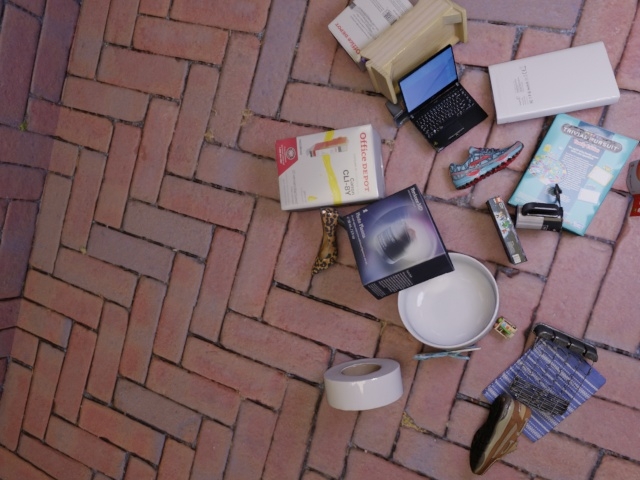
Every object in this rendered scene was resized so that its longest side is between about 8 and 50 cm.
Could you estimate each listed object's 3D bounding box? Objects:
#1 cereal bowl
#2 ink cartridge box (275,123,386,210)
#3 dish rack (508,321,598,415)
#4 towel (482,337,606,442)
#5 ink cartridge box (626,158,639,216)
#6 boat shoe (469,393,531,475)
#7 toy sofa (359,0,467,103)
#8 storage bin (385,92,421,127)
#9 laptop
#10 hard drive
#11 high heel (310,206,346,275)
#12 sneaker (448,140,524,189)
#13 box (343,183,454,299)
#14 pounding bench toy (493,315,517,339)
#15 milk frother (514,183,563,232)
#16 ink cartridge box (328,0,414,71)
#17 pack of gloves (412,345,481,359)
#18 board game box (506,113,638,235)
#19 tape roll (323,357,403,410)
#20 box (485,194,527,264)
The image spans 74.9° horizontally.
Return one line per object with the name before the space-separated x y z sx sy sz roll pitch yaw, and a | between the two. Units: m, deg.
cereal bowl | 0.452 0.222 1.469 0.338 0.141 0.339 -12 62 22
ink cartridge box | 0.040 -0.268 1.610 0.384 0.160 0.279 -6 89 17
dish rack | 0.770 0.438 1.400 0.208 0.074 0.272 25 102 15
towel | 0.772 0.509 1.459 0.243 0.040 0.336 43 104 11
ink cartridge box | 1.008 -0.168 1.314 0.045 0.145 0.179 14 96 12
boat shoe | 0.624 0.690 1.448 0.119 0.122 0.324 19 111 4
toy sofa | 0.328 -0.685 1.488 0.362 0.150 0.177 -41 61 4
storage bin | 0.309 -0.510 1.563 0.135 0.098 0.091 -40 69 14
laptop | 0.433 -0.494 1.465 0.234 0.136 0.264 -36 80 -2
hard drive | 0.765 -0.526 1.400 0.353 0.047 0.233 -7 67 18
high heel | 0.000 0.000 1.612 0.261 0.186 0.093 -52 35 2
sneaker | 0.576 -0.291 1.472 0.261 0.104 0.125 -29 80 15
box | 0.270 0.006 1.480 0.294 0.183 0.296 -24 58 15
pounding bench toy | 0.646 0.307 1.466 0.065 0.083 0.052 40 102 12
milk frother | 0.712 -0.109 1.362 0.134 0.129 0.143 6 50 18
ink cartridge box | 0.195 -0.814 1.578 0.273 0.114 0.197 -38 81 13
pack of gloves | 0.447 0.409 1.469 0.232 0.195 0.046 -13 76 17
board game box | 0.831 -0.220 1.403 0.253 0.079 0.336 29 99 16
tape roll | 0.156 0.515 1.521 0.286 0.286 0.100 -10 87 17
box | 0.631 -0.036 1.427 0.044 0.159 0.233 -21 85 18
